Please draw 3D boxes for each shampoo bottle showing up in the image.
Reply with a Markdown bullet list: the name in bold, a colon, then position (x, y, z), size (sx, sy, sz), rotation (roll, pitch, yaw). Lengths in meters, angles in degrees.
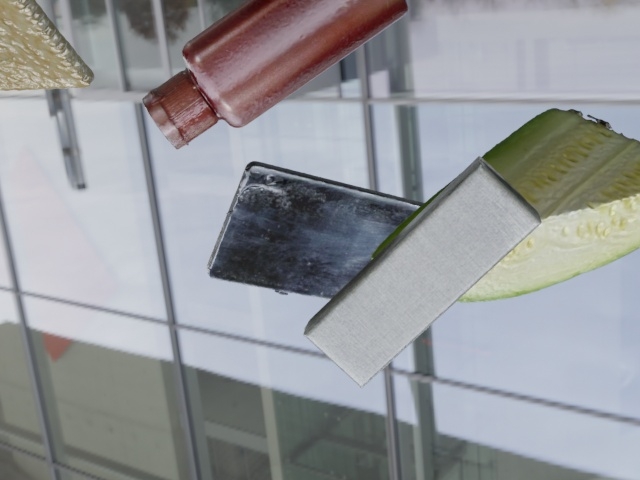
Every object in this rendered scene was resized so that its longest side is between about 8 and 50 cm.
- **shampoo bottle**: position (-0.047, -0.184, 0.858), size (0.260, 0.102, 0.064), rotation (-34, -143, 0)

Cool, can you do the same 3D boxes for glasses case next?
- **glasses case**: position (0.080, 0.027, 0.743), size (0.205, 0.071, 0.047), rotation (-46, -174, 17)

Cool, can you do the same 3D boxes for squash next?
- **squash**: position (0.222, 0.004, 0.906), size (0.203, 0.111, 0.288), rotation (32, -120, 34)

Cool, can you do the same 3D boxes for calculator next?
- **calculator**: position (0.000, 0.000, 1.100), size (0.261, 0.161, 0.021), rotation (13, -155, -27)

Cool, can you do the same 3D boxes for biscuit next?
- **biscuit**: position (-0.450, -0.280, 1.195), size (0.217, 0.044, 0.325), rotation (-2, 164, 8)
